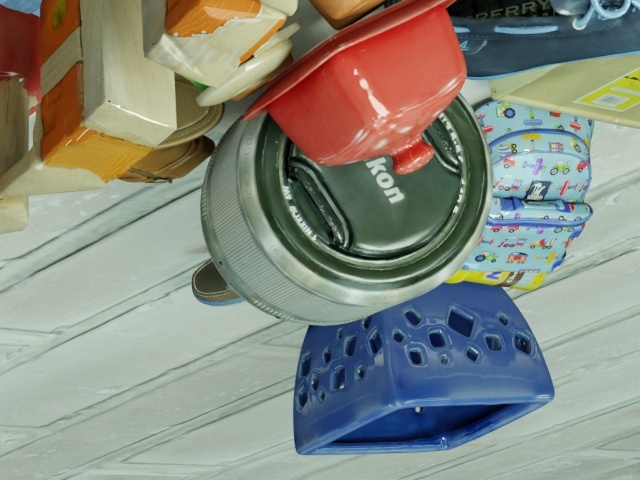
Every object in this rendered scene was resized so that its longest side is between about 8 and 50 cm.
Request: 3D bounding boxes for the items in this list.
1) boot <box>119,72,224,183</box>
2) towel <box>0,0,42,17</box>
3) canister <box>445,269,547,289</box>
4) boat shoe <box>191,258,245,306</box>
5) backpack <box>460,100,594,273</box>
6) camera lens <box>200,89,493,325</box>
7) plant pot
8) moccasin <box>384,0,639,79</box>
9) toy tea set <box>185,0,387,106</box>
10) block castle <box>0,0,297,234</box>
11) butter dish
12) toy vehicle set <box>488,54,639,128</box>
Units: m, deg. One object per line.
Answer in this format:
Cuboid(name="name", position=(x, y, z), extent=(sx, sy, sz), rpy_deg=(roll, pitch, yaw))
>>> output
Cuboid(name="boot", position=(-0.136, -0.097, 1.790), extent=(0.197, 0.073, 0.152), rpy_deg=(-7, 165, 32))
Cuboid(name="towel", position=(-0.201, -0.192, 1.523), extent=(0.119, 0.029, 0.067), rpy_deg=(9, 154, -45))
Cuboid(name="canister", position=(0.192, -0.010, 2.163), extent=(0.170, 0.073, 0.126), rpy_deg=(9, 111, -51))
Cuboid(name="boat shoe", position=(-0.068, 0.014, 2.190), extent=(0.183, 0.066, 0.066), rpy_deg=(-25, 155, 12))
Cuboid(name="backpack", position=(0.199, -0.061, 1.972), extent=(0.158, 0.117, 0.173), rpy_deg=(5, 141, -22))
Cuboid(name="camera lens", position=(0.016, -0.041, 1.748), extent=(0.219, 0.219, 0.274), rpy_deg=(-6, 174, -14))
Cuboid(name="plant pot", position=(0.106, 0.126, 2.371), extent=(0.236, 0.212, 0.236), rpy_deg=(1, 158, -32))
Cuboid(name="moccasin", position=(0.203, -0.201, 1.547), extent=(0.342, 0.137, 0.117), rpy_deg=(-22, 152, 32))
Cuboid(name="toy tea set", position=(-0.024, -0.209, 1.498), extent=(0.336, 0.124, 0.200), rpy_deg=(-31, -177, 41))
Cuboid(name="block castle", position=(-0.204, -0.208, 1.198), extent=(0.303, 0.213, 0.453), rpy_deg=(16, 144, -32))
Cuboid(name="butter dish", position=(0.047, -0.107, 1.533), extent=(0.160, 0.118, 0.160), rpy_deg=(-28, 179, -35))
Cuboid(name="toy vehicle set", position=(0.305, -0.162, 1.880), extent=(0.267, 0.035, 0.166), rpy_deg=(7, 155, -43))
